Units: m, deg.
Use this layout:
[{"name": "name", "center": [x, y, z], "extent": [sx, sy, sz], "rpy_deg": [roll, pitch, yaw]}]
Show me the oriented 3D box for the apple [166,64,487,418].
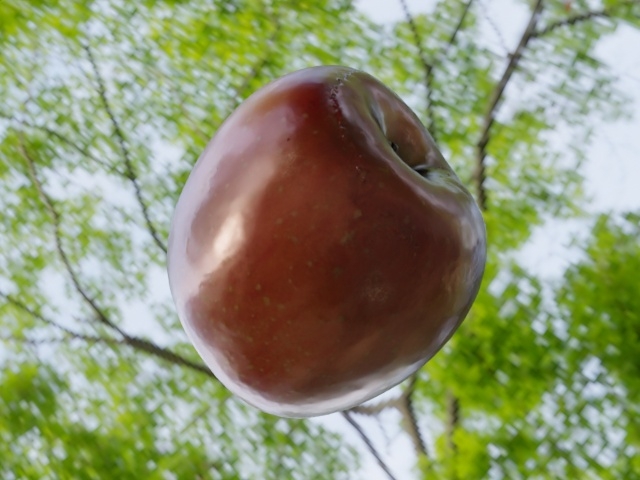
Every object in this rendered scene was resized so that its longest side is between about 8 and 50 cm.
[{"name": "apple", "center": [0.000, 0.000, 1.021], "extent": [0.168, 0.181, 0.181], "rpy_deg": [-35, -54, 21]}]
